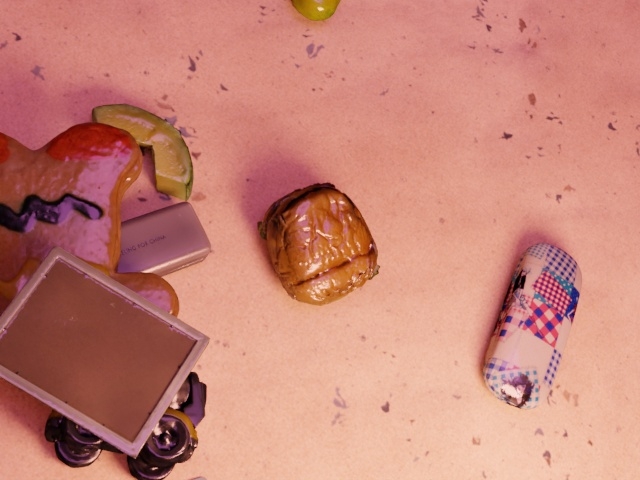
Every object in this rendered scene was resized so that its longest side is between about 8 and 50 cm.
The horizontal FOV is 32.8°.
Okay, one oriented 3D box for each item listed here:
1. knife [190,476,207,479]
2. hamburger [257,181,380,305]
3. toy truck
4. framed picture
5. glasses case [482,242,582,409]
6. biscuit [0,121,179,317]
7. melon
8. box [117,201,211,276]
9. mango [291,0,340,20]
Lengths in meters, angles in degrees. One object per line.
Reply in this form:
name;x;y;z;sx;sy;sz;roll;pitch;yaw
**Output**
knife;-0.253;0.447;1.604;0.063;0.034;0.260;32;54;1
hamburger;0.000;0.000;1.839;0.183;0.130;0.206;-23;80;-25
toy truck;-0.285;0.256;1.605;0.224;0.147;0.165;13;62;-12
framed picture;-0.323;0.155;1.549;0.274;0.017;0.217;32;61;1
glasses case;0.385;0.150;1.953;0.125;0.076;0.327;30;61;-9
biscuit;-0.406;0.008;1.644;0.368;0.076;0.393;-4;74;-7
melon;-0.296;-0.162;1.830;0.210;0.064;0.118;24;66;-8
box;-0.303;0.020;1.750;0.244;0.055;0.103;-21;77;-28
mango;-0.004;-0.499;2.072;0.117;0.089;0.163;30;61;-7
